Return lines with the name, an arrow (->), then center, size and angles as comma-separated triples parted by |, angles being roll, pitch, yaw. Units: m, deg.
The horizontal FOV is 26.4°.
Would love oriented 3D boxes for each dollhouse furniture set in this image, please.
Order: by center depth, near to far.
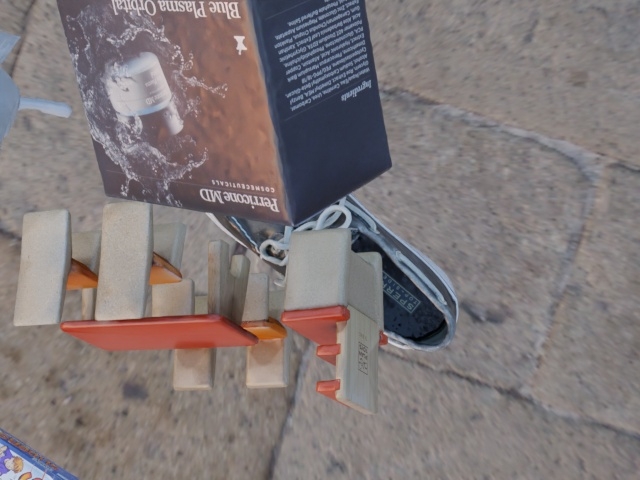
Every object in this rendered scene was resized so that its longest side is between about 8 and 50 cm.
dollhouse furniture set -> -0.084, 0.072, 1.111 | 0.259, 0.262, 0.135 | -5, 71, 23

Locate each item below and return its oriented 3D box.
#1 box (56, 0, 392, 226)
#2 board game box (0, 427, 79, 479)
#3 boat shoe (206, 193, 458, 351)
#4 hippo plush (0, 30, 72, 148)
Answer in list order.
box -> -0.057, -0.103, 0.767 | 0.093, 0.156, 0.158 | -34, 122, -42
board game box -> -0.362, 0.299, 1.427 | 0.136, 0.035, 0.201 | 31, 94, 6
boat shoe -> -0.002, 0.004, 1.273 | 0.306, 0.105, 0.113 | 41, 99, -4
hippo plush -> -0.469, -0.136, 1.493 | 0.236, 0.294, 0.234 | -31, 104, 17
